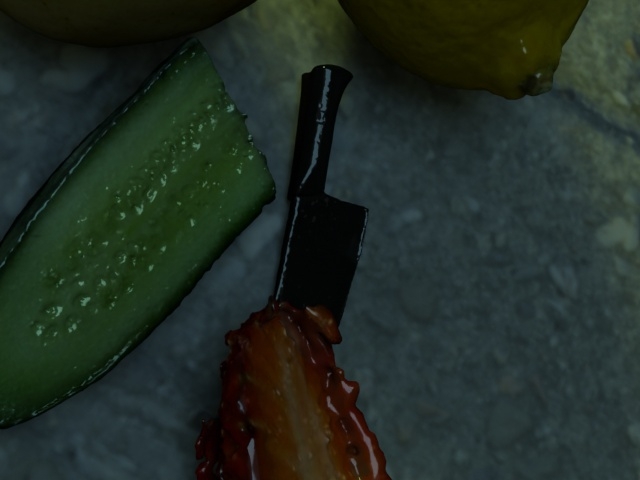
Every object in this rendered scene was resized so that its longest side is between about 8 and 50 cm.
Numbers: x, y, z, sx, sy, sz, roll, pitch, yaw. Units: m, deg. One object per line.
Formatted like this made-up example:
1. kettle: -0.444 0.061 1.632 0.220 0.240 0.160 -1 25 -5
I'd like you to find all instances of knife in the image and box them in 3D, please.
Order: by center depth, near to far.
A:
1. knife: 0.000 0.000 0.775 0.060 0.028 0.230 13 79 -18

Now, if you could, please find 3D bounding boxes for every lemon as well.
1. lemon: 0.087 -0.202 0.760 0.187 0.187 0.244 -21 91 -21

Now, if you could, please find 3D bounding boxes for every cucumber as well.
1. cucumber: -0.134 0.002 0.705 0.244 0.063 0.115 -49 121 -22

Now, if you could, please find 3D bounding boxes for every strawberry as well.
1. strawberry: -0.019 0.132 0.718 0.121 0.082 0.188 1 72 -43

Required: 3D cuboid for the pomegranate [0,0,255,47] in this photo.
1. pomegranate: -0.107 -0.223 0.688 0.233 0.233 0.233 4 78 -17
